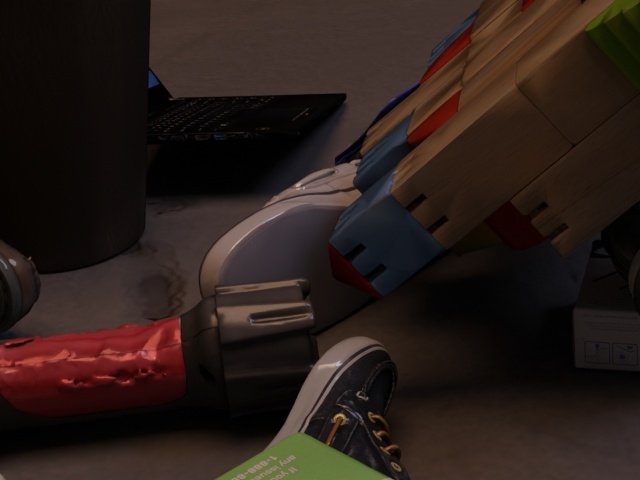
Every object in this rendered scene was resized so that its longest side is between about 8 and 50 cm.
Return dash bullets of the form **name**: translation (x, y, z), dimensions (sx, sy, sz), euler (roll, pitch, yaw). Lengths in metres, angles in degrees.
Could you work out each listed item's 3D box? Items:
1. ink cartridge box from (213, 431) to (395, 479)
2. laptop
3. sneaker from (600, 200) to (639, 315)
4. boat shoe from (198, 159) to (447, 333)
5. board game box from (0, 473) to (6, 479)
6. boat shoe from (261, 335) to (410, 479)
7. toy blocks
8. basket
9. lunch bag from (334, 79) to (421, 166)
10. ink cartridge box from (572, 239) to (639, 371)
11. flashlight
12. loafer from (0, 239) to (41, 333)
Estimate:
- **ink cartridge box**: translation (0.017, 0.202, 0.560), dimensions (0.198, 0.114, 0.273), euler (-26, 31, -37)
- **laptop**: translation (-0.127, -0.166, 1.310), dimensions (0.264, 0.136, 0.234), euler (0, 13, 11)
- **sneaker**: translation (0.274, -0.020, 0.912), dimensions (0.234, 0.078, 0.106), euler (-16, 31, -13)
- **boat shoe**: translation (0.000, 0.000, 1.047), dimensions (0.084, 0.095, 0.258), euler (11, 19, 41)
- **board game box**: translation (-0.267, 0.181, 0.618), dimensions (0.275, 0.142, 0.144), euler (-24, 32, -28)
- **boat shoe**: translation (0.021, 0.120, 0.805), dimensions (0.083, 0.065, 0.183), euler (8, 35, 25)
- **toy blocks**: translation (0.135, -0.089, 0.957), dimensions (0.261, 0.191, 0.381), euler (-40, 12, 23)
- **basket**: translation (-0.210, -0.104, 1.138), dimensions (0.204, 0.226, 0.154), euler (-4, 25, 6)
- **lunch bag**: translation (0.103, -0.089, 1.204), dimensions (0.151, 0.096, 0.129), euler (-4, 23, 40)
- **ink cartridge box**: translation (0.266, 0.043, 0.928), dimensions (0.207, 0.046, 0.097), euler (3, 28, 18)
- **flashlight**: translation (-0.153, 0.074, 0.890), dimensions (0.304, 0.103, 0.103), euler (-7, 24, -1)
- **loafer**: translation (-0.300, 0.008, 1.085), dimensions (0.268, 0.096, 0.084), euler (7, 22, 30)
